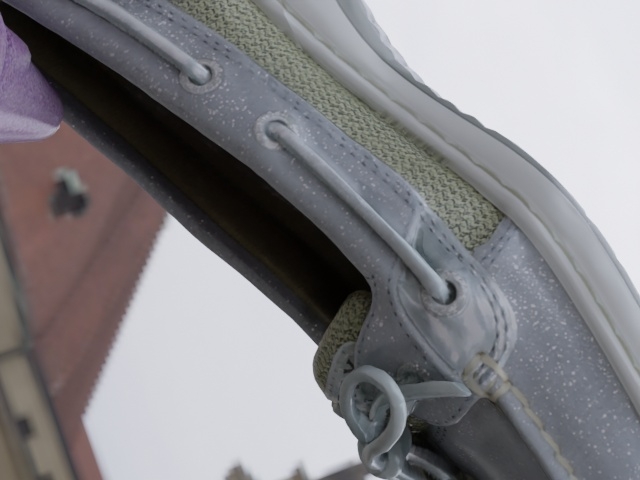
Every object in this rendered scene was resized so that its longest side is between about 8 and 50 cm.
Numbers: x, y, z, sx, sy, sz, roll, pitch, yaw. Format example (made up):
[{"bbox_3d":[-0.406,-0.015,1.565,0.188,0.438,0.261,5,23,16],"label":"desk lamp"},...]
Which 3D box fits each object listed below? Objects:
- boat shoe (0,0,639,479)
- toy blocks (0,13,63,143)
[{"bbox_3d":[-0.001,-0.002,0.586,0.320,0.103,0.118,51,-17,12],"label":"boat shoe"},{"bbox_3d":[-0.183,-0.054,0.514,0.288,0.260,0.309,-28,-126,35],"label":"toy blocks"}]
